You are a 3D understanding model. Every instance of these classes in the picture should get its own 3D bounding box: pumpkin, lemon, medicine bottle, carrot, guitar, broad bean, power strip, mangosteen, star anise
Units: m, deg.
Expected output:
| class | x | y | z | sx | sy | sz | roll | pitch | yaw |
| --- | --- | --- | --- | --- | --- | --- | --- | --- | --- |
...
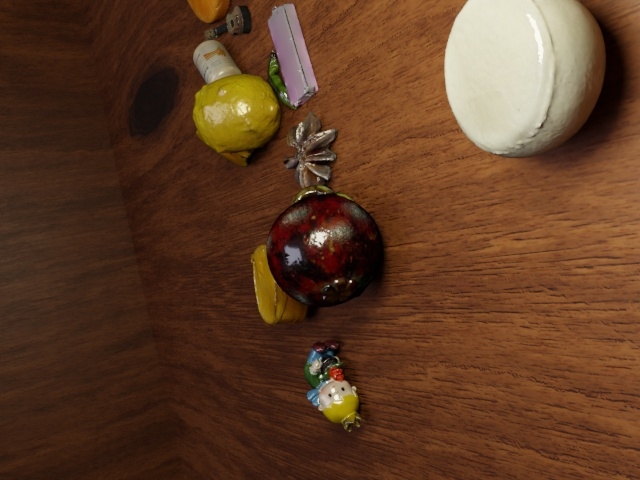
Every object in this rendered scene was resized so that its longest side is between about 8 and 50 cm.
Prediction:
| class | x | y | z | sx | sy | sz | roll | pitch | yaw |
| --- | --- | --- | --- | --- | --- | --- | --- | --- | --- |
| pumpkin | -0.259 | -0.323 | 2.206 | 0.254 | 0.149 | 0.130 | 26 | 81 | 34 |
| lemon | -0.241 | -0.368 | 1.992 | 0.288 | 0.233 | 0.233 | -3 | 99 | 34 |
| medicine bottle | -0.309 | -0.521 | 2.176 | 0.252 | 0.114 | 0.114 | 58 | 145 | 29 |
| carrot | -0.361 | -0.848 | 2.178 | 0.258 | 0.100 | 0.307 | 31 | 135 | 49 |
| guitar | -0.295 | -0.672 | 2.166 | 0.271 | 0.038 | 0.083 | 4 | 104 | 56 |
| broad bean | -0.115 | -0.443 | 1.947 | 0.061 | 0.046 | 0.195 | -49 | 58 | 57 |
| power strip | -0.077 | -0.505 | 1.865 | 0.109 | 0.037 | 0.278 | -26 | 78 | 59 |
| mangosteen | 0.010 | 0.013 | 1.685 | 0.311 | 0.311 | 0.311 | 29 | 125 | 52 |
| star anise | -0.028 | -0.225 | 1.844 | 0.229 | 0.093 | 0.236 | -4 | 100 | 53 |

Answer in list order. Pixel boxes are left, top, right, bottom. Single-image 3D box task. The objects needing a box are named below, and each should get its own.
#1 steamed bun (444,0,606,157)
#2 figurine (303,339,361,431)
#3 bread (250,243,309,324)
| class | x | y | z | sx | sy | sz | roll | pitch | yaw |
| --- | --- | --- | --- | --- | --- | --- | --- | --- | --- |
| steamed bun | 0.339 | -0.277 | 1.109 | 0.283 | 0.177 | 0.283 | 41 | 137 | 54 |
| figurine | 0.044 | 0.409 | 1.940 | 0.234 | 0.127 | 0.185 | 57 | 138 | 48 |
| bread | -0.112 | 0.126 | 2.057 | 0.195 | 0.143 | 0.269 | 20 | 116 | 58 |
